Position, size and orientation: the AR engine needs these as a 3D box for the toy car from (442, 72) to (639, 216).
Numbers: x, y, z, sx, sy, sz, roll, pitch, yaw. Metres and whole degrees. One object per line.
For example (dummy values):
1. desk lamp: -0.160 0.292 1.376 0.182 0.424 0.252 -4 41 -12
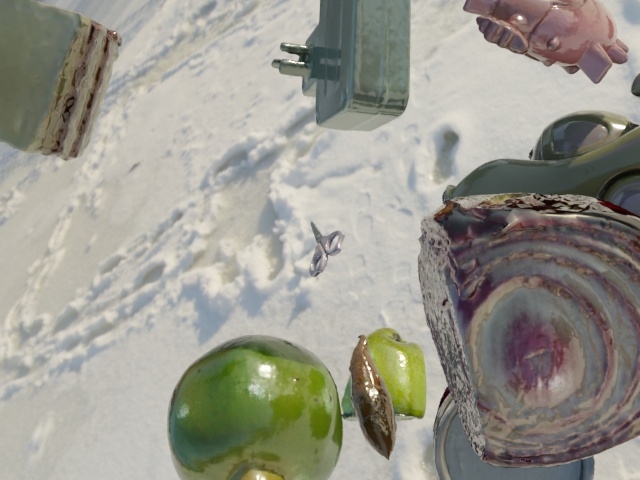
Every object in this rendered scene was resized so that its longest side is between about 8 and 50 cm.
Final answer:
1. toy car: 0.358 -0.088 0.838 0.336 0.242 0.226 -13 83 39

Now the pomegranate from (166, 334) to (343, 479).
1. pomegranate: -0.081 0.259 0.750 0.236 0.236 0.302 -39 25 18

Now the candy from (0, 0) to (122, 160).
1. candy: -0.430 -0.225 0.750 0.135 0.320 0.179 -37 -35 -83

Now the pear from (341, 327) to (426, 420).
1. pear: 0.163 0.359 1.615 0.292 0.159 0.292 -163 90 -78

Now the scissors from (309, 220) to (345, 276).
1. scissors: 0.000 0.000 1.154 0.100 0.015 0.189 -53 21 12

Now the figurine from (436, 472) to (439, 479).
1. figurine: 0.348 0.543 1.348 0.228 0.215 0.215 -62 32 8

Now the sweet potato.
1. sweet potato: 0.075 0.229 0.897 0.060 0.068 0.206 -29 49 21

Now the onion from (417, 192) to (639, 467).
1. onion: 0.199 0.060 0.531 0.207 0.216 0.206 -6 7 3

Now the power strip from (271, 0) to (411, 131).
1. power strip: 0.021 -0.269 0.837 0.261 0.141 0.229 -178 90 -75

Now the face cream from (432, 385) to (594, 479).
1. face cream: 0.224 0.239 0.730 0.175 0.195 0.175 -1 87 13

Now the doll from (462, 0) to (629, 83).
1. doll: 0.287 -0.275 0.765 0.211 0.262 0.093 40 135 21
